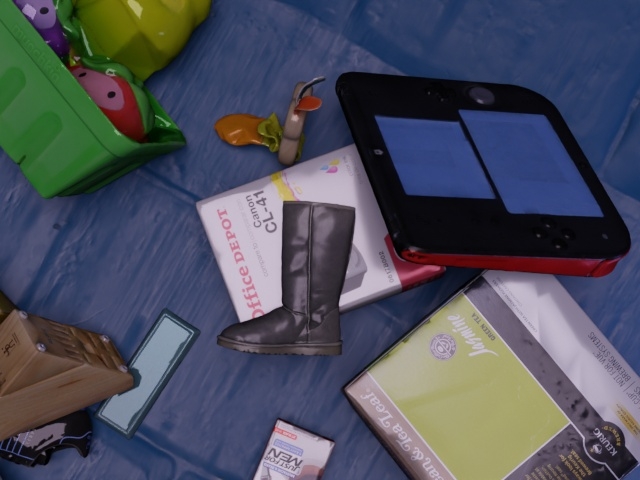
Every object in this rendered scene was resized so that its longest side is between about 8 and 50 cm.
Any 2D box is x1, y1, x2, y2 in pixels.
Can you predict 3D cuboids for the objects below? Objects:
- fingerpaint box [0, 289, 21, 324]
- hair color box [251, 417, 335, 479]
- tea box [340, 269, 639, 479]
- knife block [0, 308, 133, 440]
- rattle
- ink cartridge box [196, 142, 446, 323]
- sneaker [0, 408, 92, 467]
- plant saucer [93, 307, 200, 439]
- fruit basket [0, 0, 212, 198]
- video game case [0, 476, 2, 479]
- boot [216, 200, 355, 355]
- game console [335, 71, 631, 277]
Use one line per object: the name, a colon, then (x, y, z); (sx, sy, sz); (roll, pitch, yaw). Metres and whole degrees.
fingerpaint box: (-0.716, 0.066, 1.716); (0.371, 0.163, 0.445); (-42, 86, -5)
hair color box: (-0.052, 0.352, 1.750); (0.093, 0.053, 0.167); (22, 85, 1)
tea box: (0.250, 0.233, 1.684); (0.323, 0.220, 0.329); (-38, 85, -5)
knife block: (-0.433, 0.220, 1.685); (0.242, 0.275, 0.088); (-47, 54, 14)
rattle: (-0.072, -0.191, 1.734); (0.142, 0.200, 0.130); (31, 84, 3)
ink cartridge box: (0.000, 0.000, 1.751); (0.306, 0.131, 0.226); (-21, 85, -4)
sneaker: (-0.446, 0.286, 1.737); (0.232, 0.081, 0.090); (-9, 77, -3)
plant saucer: (-0.257, 0.196, 1.782); (0.067, 0.018, 0.192); (33, 85, 3)
fruit basket: (-0.318, -0.286, 1.727); (0.392, 0.283, 0.392); (1, 95, 13)
video game case: (-0.486, 0.446, 1.681); (0.193, 0.023, 0.212); (-43, 62, 13)
boot: (-0.045, 0.049, 1.643); (0.189, 0.076, 0.209); (1, 93, -16)
game console: (0.218, -0.101, 1.653); (0.342, 0.060, 0.387); (6, 40, -21)
